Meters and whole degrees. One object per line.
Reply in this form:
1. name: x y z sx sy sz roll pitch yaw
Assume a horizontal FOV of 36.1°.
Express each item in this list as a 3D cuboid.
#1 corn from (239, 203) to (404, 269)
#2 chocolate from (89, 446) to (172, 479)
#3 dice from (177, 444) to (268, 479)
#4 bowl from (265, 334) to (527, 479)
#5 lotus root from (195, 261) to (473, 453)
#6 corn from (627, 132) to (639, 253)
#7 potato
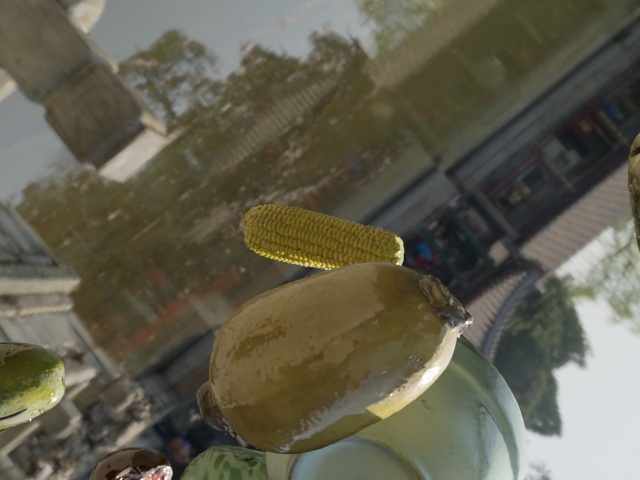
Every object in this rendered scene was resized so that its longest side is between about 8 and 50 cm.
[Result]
1. corn: 0.000 0.000 1.166 0.067 0.206 0.067 11 90 -72
2. chocolate: -0.321 0.416 1.692 0.133 0.127 0.124 -21 161 -26
3. dice: -0.046 0.492 1.456 0.330 0.318 0.322 -5 -111 55
4. bowl: 0.070 0.253 1.112 0.307 0.307 0.163 -41 179 26
5. lotus root: -0.005 0.108 0.875 0.303 0.146 0.131 -27 154 36
6. corn: 0.242 -0.016 0.629 0.087 0.087 0.211 -39 152 1
7. potato: -0.515 0.230 1.510 0.248 0.143 0.169 -10 -158 2
